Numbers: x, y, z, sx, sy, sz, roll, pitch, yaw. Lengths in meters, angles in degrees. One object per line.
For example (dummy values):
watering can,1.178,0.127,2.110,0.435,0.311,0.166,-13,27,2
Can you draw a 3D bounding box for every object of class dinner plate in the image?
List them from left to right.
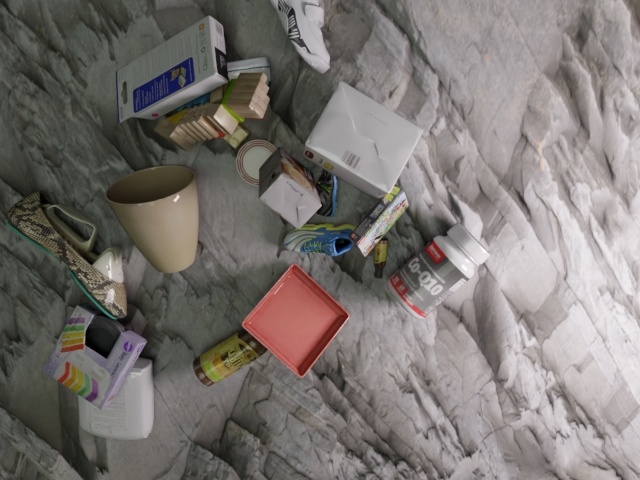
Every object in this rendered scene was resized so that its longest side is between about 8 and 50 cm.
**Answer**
dinner plate,-0.186,-0.235,1.501,0.141,0.017,0.141,1,106,3

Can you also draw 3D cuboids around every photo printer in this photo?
photo printer,-0.711,0.553,1.723,0.255,0.107,0.308,5,107,4

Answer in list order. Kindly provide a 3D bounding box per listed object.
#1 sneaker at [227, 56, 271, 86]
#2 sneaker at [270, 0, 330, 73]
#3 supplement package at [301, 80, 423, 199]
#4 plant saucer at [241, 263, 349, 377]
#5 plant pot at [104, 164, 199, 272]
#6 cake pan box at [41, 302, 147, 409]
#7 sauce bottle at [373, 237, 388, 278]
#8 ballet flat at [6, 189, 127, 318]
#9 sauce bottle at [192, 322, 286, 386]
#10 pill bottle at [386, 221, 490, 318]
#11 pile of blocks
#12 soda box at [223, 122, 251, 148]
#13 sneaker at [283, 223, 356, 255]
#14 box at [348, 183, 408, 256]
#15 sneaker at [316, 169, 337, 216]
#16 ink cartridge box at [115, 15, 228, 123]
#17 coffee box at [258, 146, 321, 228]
sneaker,-0.265,-0.454,1.403,0.257,0.094,0.092,-8,103,7
sneaker,-0.019,-0.647,1.304,0.210,0.137,0.366,-26,99,14
supplement package,0.110,-0.269,1.373,0.261,0.145,0.204,30,85,-4
plant saucer,-0.078,0.251,1.564,0.258,0.047,0.259,44,69,-8
plant pot,-0.471,-0.049,1.480,0.256,0.257,0.274,-3,122,5
cake pan box,-0.729,0.368,1.600,0.245,0.070,0.267,32,94,3
sauce bottle,0.187,0.056,1.544,0.042,0.042,0.128,4,105,3
ballet flat,-0.754,0.031,1.561,0.182,0.164,0.483,-45,97,-1
sauce bottle,-0.254,0.351,1.625,0.344,0.111,0.111,-33,101,7
pill bottle,0.352,0.088,1.479,0.161,0.161,0.283,43,105,-8
pile of blocks,-0.285,-0.353,1.378,0.361,0.112,0.149,-14,61,22
soda box,-0.295,-0.354,1.454,0.181,0.058,0.061,42,105,-7
sneaker,0.000,0.000,1.498,0.239,0.126,0.091,-10,105,7
box,0.172,-0.057,1.444,0.036,0.114,0.207,38,85,27
sneaker,0.011,-0.160,1.481,0.078,0.067,0.188,-2,109,-2
ink cartridge box,-0.418,-0.454,1.363,0.370,0.069,0.176,-15,75,25
coffee box,-0.090,-0.153,1.386,0.141,0.247,0.098,38,107,-21
